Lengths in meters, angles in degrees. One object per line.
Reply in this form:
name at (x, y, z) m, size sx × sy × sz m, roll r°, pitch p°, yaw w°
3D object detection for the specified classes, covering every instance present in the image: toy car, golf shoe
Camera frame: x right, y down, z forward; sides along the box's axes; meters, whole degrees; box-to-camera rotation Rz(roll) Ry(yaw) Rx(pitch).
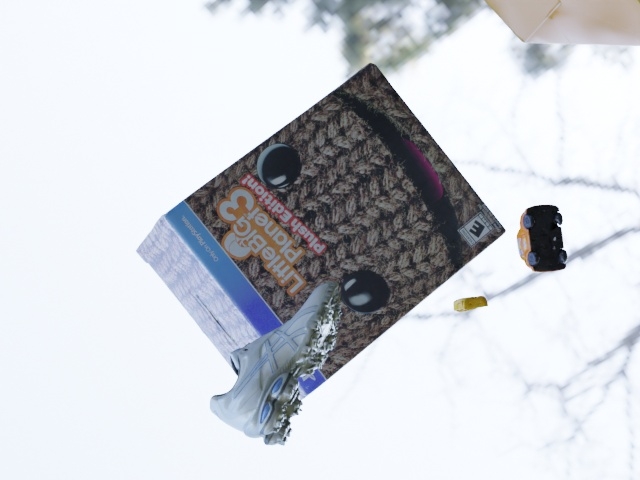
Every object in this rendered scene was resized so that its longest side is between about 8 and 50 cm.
toy car at (0.151, 0.014, 1.421) m, size 0.122 × 0.040 × 0.060 m, roll -24°, pitch -87°, yaw -23°
golf shoe at (-0.041, 0.102, 1.581) m, size 0.086 × 0.069 × 0.176 m, roll 17°, pitch -125°, yaw 20°

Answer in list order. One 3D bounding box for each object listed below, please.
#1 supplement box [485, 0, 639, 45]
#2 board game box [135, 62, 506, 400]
supplement box at (0.184, -0.269, 1.216) m, size 0.191 × 0.129 × 0.194 m, roll 37°, pitch -114°, yaw -49°
board game box at (0.000, 0.000, 1.779) m, size 0.291 × 0.141 × 0.232 m, roll -39°, pitch -91°, yaw -23°
